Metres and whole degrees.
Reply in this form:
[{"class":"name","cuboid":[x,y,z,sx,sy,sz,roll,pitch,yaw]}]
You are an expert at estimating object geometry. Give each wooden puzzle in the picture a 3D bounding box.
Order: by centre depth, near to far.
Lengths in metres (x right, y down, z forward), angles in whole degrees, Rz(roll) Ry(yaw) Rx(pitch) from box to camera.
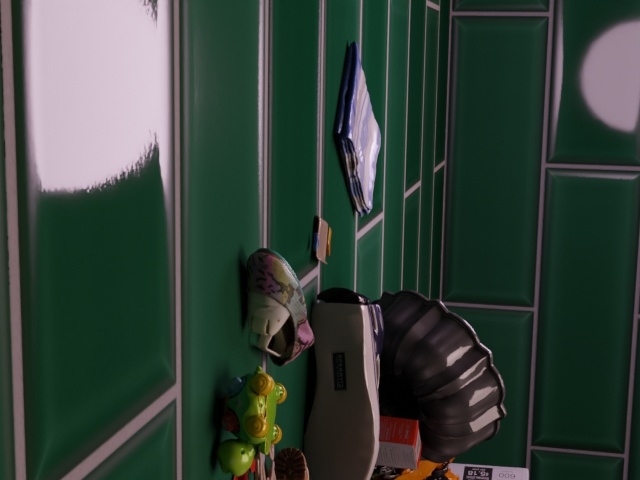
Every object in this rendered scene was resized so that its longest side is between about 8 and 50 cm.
[{"class":"wooden puzzle","cuboid":[0.000,0.000,1.716,0.116,0.014,0.078,53,37,-72]}]

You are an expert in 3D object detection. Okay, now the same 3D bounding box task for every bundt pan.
[{"class":"bundt pan","cuboid":[0.161,0.258,1.900,0.124,0.331,0.331,-33,132,-35]}]

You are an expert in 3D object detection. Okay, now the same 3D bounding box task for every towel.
[{"class":"towel","cuboid":[0.073,-0.199,1.956,0.285,0.034,0.209,70,25,-60]}]

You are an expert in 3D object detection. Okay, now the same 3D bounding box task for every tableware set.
[{"class":"tableware set","cuboid":[-0.064,0.319,1.401,0.141,0.020,0.169,-94,175,-59]}]

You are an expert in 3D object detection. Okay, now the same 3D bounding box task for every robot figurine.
[{"class":"robot figurine","cuboid":[0.143,0.470,2.030,0.085,0.291,0.211,34,-46,50]}]

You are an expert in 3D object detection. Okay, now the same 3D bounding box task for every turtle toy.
[{"class":"turtle toy","cuboid":[-0.084,0.211,1.244,0.095,0.066,0.130,59,37,-69]}]

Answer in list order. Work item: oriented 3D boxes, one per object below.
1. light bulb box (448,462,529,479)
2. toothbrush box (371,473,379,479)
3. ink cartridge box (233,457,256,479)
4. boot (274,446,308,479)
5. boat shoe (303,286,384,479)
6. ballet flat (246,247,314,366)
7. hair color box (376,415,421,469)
[{"class":"light bulb box","cuboid":[0.298,0.712,2.453,0.361,0.358,0.225,-66,154,-61]},{"class":"toothbrush box","cuboid":[0.154,0.428,2.278,0.283,0.122,0.206,72,24,-62]},{"class":"ink cartridge box","cuboid":[-0.081,0.387,1.341,0.181,0.056,0.225,79,20,-51]},{"class":"boot","cuboid":[-0.041,0.382,1.520,0.084,0.059,0.158,76,19,-67]},{"class":"boat shoe","cuboid":[0.055,0.249,1.748,0.158,0.127,0.340,10,82,-70]},{"class":"ballet flat","cuboid":[-0.058,0.099,1.357,0.079,0.077,0.221,-59,156,-25]},{"class":"hair color box","cuboid":[0.085,0.340,1.823,0.093,0.167,0.053,77,21,-51]}]
